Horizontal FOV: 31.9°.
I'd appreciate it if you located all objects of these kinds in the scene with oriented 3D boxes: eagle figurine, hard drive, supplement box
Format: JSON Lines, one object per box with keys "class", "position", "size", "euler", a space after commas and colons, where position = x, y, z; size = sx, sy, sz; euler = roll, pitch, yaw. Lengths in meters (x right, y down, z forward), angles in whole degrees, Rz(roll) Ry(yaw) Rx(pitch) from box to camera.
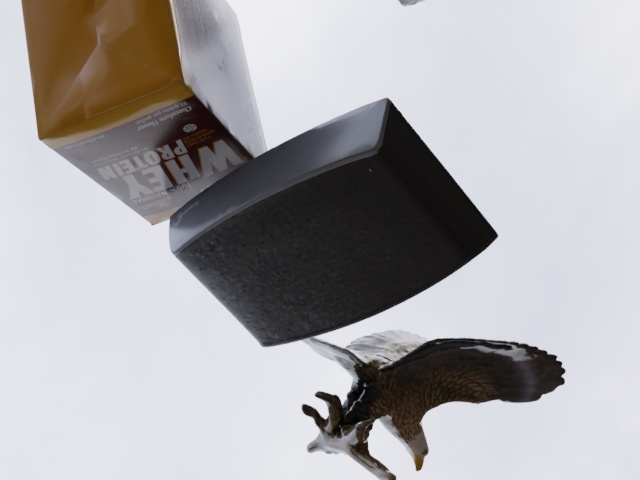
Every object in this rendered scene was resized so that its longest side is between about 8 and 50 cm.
{"class": "eagle figurine", "position": [0.122, 0.185, 1.412], "size": [0.298, 0.226, 0.225], "euler": [-30, -33, -26]}
{"class": "hard drive", "position": [0.000, 0.000, 0.941], "size": [0.172, 0.254, 0.054], "euler": [49, -142, -22]}
{"class": "supplement box", "position": [-0.149, -0.148, 0.979], "size": [0.129, 0.191, 0.194], "euler": [-19, -25, 13]}

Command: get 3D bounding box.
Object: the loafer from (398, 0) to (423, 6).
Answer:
{"class": "loafer", "position": [0.047, -0.317, 1.244], "size": [0.220, 0.080, 0.078], "euler": [25, -49, -30]}
